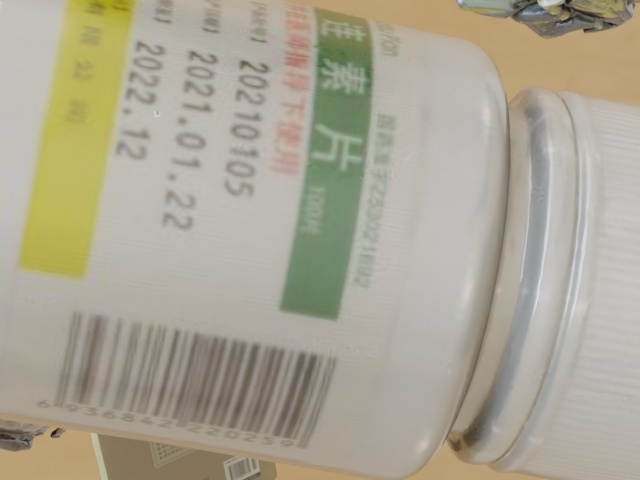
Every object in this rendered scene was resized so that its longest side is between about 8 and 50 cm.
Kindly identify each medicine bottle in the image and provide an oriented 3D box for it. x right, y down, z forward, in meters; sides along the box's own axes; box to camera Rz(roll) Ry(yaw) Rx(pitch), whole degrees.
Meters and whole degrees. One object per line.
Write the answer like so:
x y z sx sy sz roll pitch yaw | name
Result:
0.000 0.000 0.857 0.339 0.208 0.208 10 109 -8 | medicine bottle

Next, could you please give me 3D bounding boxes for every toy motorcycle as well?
0.204 -0.209 1.579 0.193 0.061 0.124 -2 156 -22 | toy motorcycle

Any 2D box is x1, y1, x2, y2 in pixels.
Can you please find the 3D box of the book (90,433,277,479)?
-0.105 0.118 1.375 0.138 0.016 0.199 -22 119 -26 | book

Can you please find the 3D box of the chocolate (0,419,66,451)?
-0.270 -0.005 1.509 0.303 0.303 0.213 23 108 -44 | chocolate
